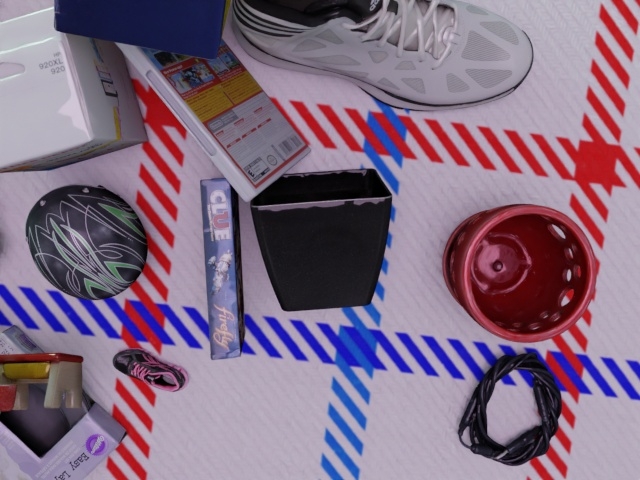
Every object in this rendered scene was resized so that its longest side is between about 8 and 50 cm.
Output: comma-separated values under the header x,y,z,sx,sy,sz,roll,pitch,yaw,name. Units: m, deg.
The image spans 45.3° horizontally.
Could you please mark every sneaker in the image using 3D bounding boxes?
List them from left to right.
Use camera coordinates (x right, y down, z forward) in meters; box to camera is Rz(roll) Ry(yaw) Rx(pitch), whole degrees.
x,y,z,sx,sy,sz,roll,pitch,yaw,name
-0.260,0.199,1.163,0.119,0.057,0.047,19,96,-3,sneaker
0.095,-0.280,1.039,0.447,0.257,0.169,9,94,-4,sneaker

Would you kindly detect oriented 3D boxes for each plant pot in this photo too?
x,y,z,sx,sy,sz,roll,pitch,yaw,name
0.000,0.000,1.106,0.187,0.188,0.167,-4,108,-3,plant pot
0.278,0.040,1.116,0.191,0.174,0.191,0,95,-2,plant pot

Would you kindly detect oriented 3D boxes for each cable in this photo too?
x,y,z,sx,sy,sz,roll,pitch,yaw,name
0.307,0.263,1.200,0.150,0.047,0.185,24,93,-5,cable

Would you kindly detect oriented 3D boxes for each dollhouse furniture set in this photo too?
x,y,z,sx,sy,sz,roll,pitch,yaw,name
-0.530,0.152,1.019,0.373,0.201,0.152,-4,78,12,dollhouse furniture set

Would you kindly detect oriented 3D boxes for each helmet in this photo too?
x,y,z,sx,sy,sz,roll,pitch,yaw,name
-0.329,0.003,1.090,0.169,0.161,0.170,0,95,-3,helmet

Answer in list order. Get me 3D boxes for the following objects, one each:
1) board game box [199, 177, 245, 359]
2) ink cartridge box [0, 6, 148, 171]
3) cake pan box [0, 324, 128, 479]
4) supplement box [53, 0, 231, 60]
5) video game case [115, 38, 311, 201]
x,y,z,sx,sy,sz,roll,pitch,yaw,name
-0.137,0.033,1.101,0.042,0.165,0.243,-3,95,-3,board game box
-0.363,-0.190,1.028,0.171,0.233,0.168,-15,95,6,ink cartridge box
-0.466,0.298,1.157,0.267,0.070,0.246,-43,97,1,cake pan box
-0.190,-0.414,0.945,0.195,0.357,0.194,9,136,-6,supplement box
-0.144,-0.202,1.070,0.025,0.204,0.285,-35,96,31,video game case
